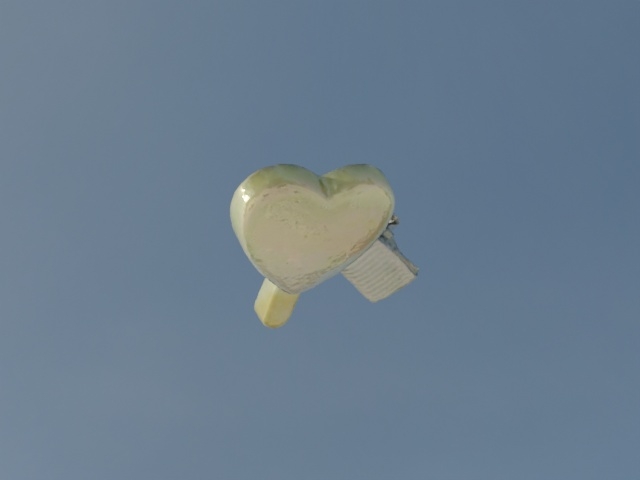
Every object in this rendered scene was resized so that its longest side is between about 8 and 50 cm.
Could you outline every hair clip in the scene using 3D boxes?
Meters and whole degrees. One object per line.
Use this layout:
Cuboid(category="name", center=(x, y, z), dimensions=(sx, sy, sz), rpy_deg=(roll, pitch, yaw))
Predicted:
Cuboid(category="hair clip", center=(-0.001, 0.003, 0.877), dimensions=(0.159, 0.071, 0.218), rpy_deg=(-41, -31, 14))
